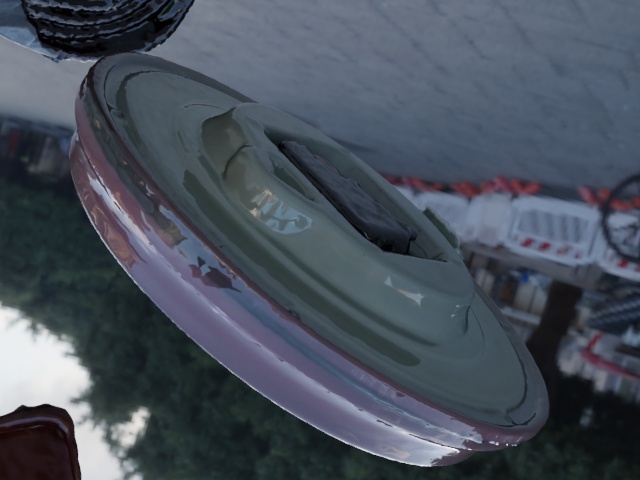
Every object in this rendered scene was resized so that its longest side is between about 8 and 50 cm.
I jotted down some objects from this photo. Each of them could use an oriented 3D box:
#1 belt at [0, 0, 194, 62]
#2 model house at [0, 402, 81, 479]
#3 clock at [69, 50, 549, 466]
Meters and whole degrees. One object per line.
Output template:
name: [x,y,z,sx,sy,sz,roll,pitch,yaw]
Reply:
belt: [-0.216,-0.243,0.801,0.289,0.184,0.164,18,-156,-51]
model house: [-0.277,0.255,0.896,0.196,0.160,0.254,-11,152,-20]
clock: [0.001,-0.001,0.510,0.244,0.056,0.244,34,-161,-13]
